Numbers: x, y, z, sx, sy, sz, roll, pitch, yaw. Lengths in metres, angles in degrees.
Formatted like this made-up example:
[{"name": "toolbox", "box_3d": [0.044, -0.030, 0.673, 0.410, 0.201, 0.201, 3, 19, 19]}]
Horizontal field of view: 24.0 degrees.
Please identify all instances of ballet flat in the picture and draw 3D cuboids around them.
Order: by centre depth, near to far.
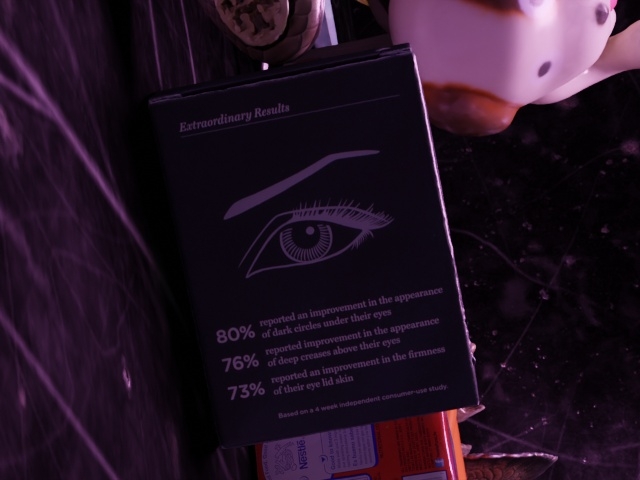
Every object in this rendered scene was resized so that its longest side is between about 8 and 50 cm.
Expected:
[{"name": "ballet flat", "box_3d": [-0.072, -0.210, 0.818, 0.058, 0.084, 0.250, -21, 89, -59]}]

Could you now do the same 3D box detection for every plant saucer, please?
[{"name": "plant saucer", "box_3d": [-0.008, -0.343, 2.168, 0.195, 0.037, 0.195, -10, 90, -86]}]

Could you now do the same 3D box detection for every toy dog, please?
[{"name": "toy dog", "box_3d": [0.172, -0.275, 1.528, 0.408, 0.395, 0.285, -85, -179, -66]}]

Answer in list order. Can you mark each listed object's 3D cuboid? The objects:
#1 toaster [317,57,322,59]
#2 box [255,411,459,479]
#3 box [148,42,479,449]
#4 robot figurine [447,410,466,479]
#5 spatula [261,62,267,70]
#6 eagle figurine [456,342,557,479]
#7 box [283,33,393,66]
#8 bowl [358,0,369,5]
[{"name": "toaster", "box_3d": [0.023, -0.068, 1.439, 0.146, 0.129, 0.227, -27, 108, -83]}, {"name": "box", "box_3d": [0.022, 0.111, 1.040, 0.123, 0.128, 0.257, 72, 9, -58]}, {"name": "box", "box_3d": [0.000, 0.000, 0.873, 0.108, 0.153, 0.207, -66, 146, -82]}, {"name": "robot figurine", "box_3d": [0.076, 0.203, 1.469, 0.158, 0.128, 0.219, 54, 26, -78]}, {"name": "spatula", "box_3d": [-0.055, -0.154, 1.275, 0.084, 0.030, 0.296, -21, 101, -86]}, {"name": "eagle figurine", "box_3d": [0.130, 0.273, 1.676, 0.298, 0.225, 0.226, -117, -154, -69]}, {"name": "box", "box_3d": [0.029, -0.151, 1.648, 0.170, 0.130, 0.091, -88, 166, -66]}, {"name": "bowl", "box_3d": [0.051, -0.472, 2.007, 0.289, 0.156, 0.289, -46, -145, 48]}]
